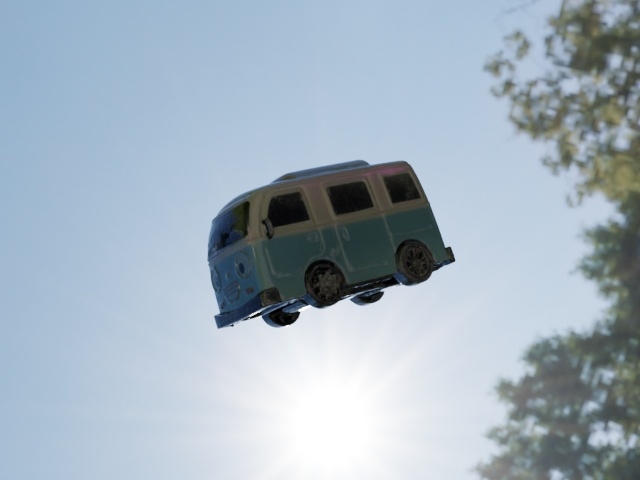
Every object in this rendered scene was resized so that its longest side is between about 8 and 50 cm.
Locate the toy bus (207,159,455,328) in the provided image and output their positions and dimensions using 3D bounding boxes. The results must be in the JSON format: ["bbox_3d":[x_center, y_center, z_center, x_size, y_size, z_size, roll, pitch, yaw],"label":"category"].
[{"bbox_3d":[0.000,0.000,0.678,0.123,0.060,0.075,-12,-99,-33],"label":"toy bus"}]
